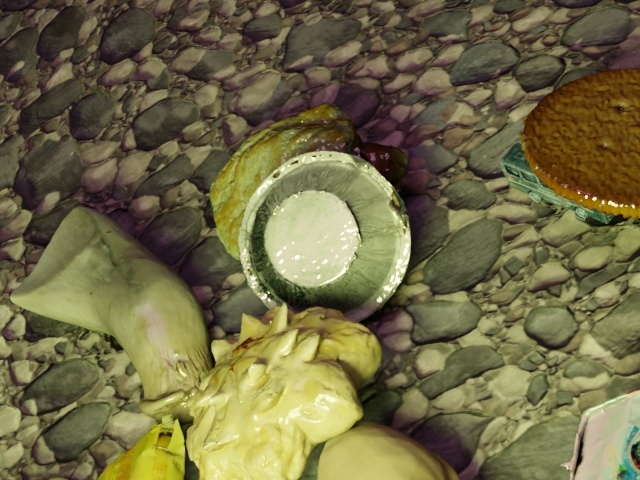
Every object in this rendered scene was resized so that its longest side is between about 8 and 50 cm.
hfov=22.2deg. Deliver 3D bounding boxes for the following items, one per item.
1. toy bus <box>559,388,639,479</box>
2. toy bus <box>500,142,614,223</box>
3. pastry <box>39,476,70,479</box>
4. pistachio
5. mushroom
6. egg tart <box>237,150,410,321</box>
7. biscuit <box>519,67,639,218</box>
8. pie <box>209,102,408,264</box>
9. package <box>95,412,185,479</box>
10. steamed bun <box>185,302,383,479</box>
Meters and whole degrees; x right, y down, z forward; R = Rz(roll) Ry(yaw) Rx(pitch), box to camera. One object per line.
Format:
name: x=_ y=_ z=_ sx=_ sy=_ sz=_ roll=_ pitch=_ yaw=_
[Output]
toy bus: x=0.314 y=0.302 z=1.667 sx=0.138 sy=0.112 sz=0.317 roll=-13 pitch=43 yaw=35
toy bus: x=0.303 y=-0.073 z=2.053 sx=0.166 sy=0.065 sz=0.047 roll=24 pitch=66 yaw=43
pastry: x=-0.347 y=0.354 z=1.982 sx=0.081 sy=0.153 sz=0.153 roll=41 pitch=74 yaw=6
pistachio: x=0.076 y=0.282 z=1.803 sx=0.152 sy=0.126 sz=0.223 roll=-23 pitch=35 yaw=-6
mushroom: x=-0.249 y=0.102 z=2.174 sx=0.177 sy=0.126 sz=0.397 roll=-52 pitch=45 yaw=-6
egg tart: x=0.000 y=0.000 z=2.071 sx=0.234 sy=0.094 sz=0.234 roll=0 pitch=90 yaw=18
biscuit: x=0.396 y=-0.119 z=2.001 sx=0.305 sy=0.038 sz=0.305 roll=-3 pitch=39 yaw=2
pie: x=-0.032 y=-0.071 z=2.225 sx=0.257 sy=0.105 sz=0.274 roll=-47 pitch=43 yaw=-3
package: x=-0.220 y=0.329 z=1.944 sx=0.168 sy=0.090 sz=0.226 roll=-42 pitch=34 yaw=36
steamed bun: x=-0.064 y=0.177 z=1.921 sx=0.295 sy=0.137 sz=0.292 roll=-47 pitch=21 yaw=-18
